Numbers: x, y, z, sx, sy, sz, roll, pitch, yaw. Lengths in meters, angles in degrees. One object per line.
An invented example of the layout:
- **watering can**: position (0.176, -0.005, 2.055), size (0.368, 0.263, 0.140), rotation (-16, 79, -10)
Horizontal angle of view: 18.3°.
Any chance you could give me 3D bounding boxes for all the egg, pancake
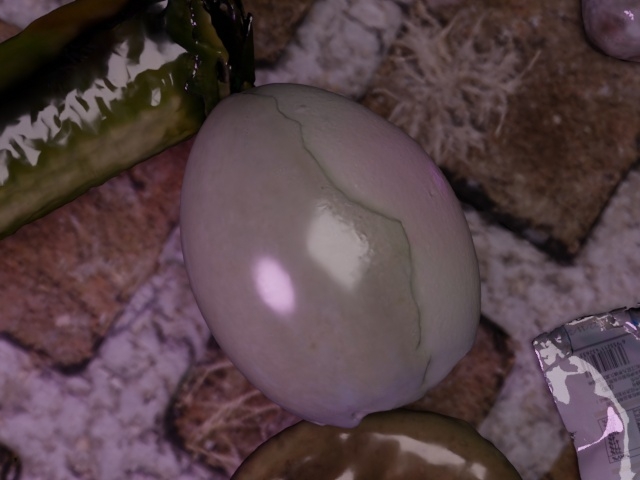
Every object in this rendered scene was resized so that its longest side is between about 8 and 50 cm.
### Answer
- **egg**: position (0.000, 0.000, 1.274), size (0.183, 0.183, 0.217), rotation (-31, 105, -8)
- **pancake**: position (0.045, 0.252, 1.325), size (0.294, 0.049, 0.295), rotation (1, 85, -14)

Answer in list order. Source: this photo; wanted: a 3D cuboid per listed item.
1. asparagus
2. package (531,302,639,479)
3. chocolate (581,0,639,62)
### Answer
- **asparagus**: position (-0.213, -0.062, 1.295), size (0.382, 0.108, 0.128), rotation (-30, 91, -7)
- **package**: position (0.250, 0.121, 1.378), size (0.171, 0.027, 0.173), rotation (-17, 89, -11)
- **chocolate**: position (0.338, -0.195, 1.378), size (0.303, 0.100, 0.185), rotation (10, 88, -3)
